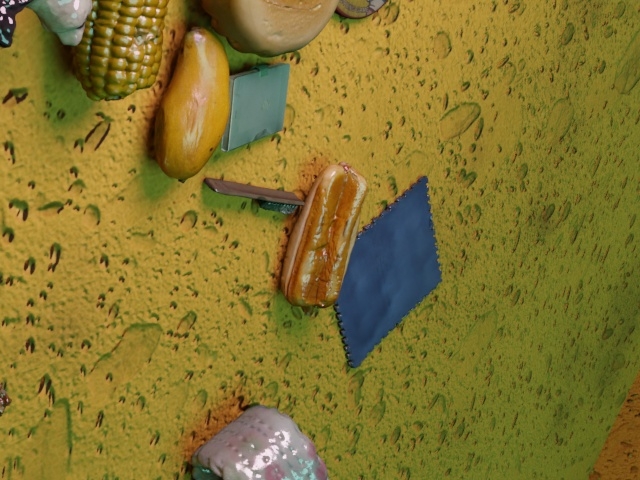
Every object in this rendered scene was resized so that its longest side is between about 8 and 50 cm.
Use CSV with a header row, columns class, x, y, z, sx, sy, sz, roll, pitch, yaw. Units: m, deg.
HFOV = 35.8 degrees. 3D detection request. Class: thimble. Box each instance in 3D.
class,x,y,z,sx,sy,sz,roll,pitch,yaw
thimble,-0.095,0.364,1.507,0.149,0.185,0.211,-36,170,-30

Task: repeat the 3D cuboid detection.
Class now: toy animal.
class,x,y,z,sx,sy,sz,roll,pitch,yaw
toy animal,-0.305,-0.257,0.912,0.225,0.094,0.121,40,80,-30

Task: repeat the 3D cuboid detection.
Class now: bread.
class,x,y,z,sx,sy,sz,roll,pitch,yaw
bread,-0.060,-0.320,1.192,0.213,0.105,0.213,-33,137,-38

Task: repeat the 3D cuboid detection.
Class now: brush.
class,x,y,z,sx,sy,sz,roll,pitch,yaw
brush,-0.093,-0.060,1.371,0.190,0.034,0.027,7,121,-53

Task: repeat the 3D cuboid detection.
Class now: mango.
class,x,y,z,sx,sy,sz,roll,pitch,yaw
mango,-0.153,-0.162,1.200,0.098,0.075,0.190,-6,110,-61

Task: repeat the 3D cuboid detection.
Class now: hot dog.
class,x,y,z,sx,sy,sz,roll,pitch,yaw
hot dog,0.000,0.000,1.483,0.102,0.076,0.249,5,110,-26

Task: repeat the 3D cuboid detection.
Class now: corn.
class,x,y,z,sx,sy,sz,roll,pitch,yaw
corn,-0.205,-0.319,1.006,0.120,0.120,0.363,-17,125,-45

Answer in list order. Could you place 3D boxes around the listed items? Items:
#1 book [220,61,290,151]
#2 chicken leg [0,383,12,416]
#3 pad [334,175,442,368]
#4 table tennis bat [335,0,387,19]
class,x,y,z,sx,sy,sz,roll,pitch,yaw
book,-0.085,-0.180,1.296,0.135,0.017,0.103,-31,134,-55
chicken leg,-0.426,0.233,1.099,0.207,0.101,0.085,-58,153,-44
pad,0.117,0.057,1.714,0.269,0.012,0.269,-40,137,-29
table tennis bat,0.066,-0.451,1.330,0.200,0.038,0.310,-23,131,-43
